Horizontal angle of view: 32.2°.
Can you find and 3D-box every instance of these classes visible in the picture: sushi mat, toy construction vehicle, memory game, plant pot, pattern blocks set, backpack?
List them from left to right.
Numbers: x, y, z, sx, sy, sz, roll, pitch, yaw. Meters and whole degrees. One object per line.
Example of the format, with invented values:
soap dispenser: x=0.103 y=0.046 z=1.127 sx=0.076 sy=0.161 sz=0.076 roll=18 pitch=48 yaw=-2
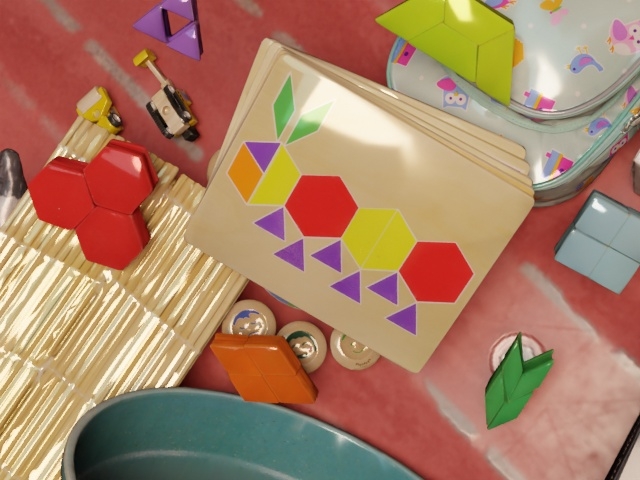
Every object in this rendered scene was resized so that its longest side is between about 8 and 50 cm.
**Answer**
sushi mat: x=-0.175 y=0.086 z=0.701 sx=0.151 sy=0.019 sz=0.316 roll=35 pitch=81 yaw=-8
toy construction vehicle: x=-0.133 y=-0.083 z=0.830 sx=0.086 sy=0.035 sz=0.098 roll=-41 pitch=71 yaw=19
plant pot: x=-0.058 y=0.266 z=0.650 sx=0.272 sy=0.272 sz=0.255 roll=27 pitch=105 yaw=18
memory game: x=0.000 y=0.000 z=0.753 sx=0.186 sy=0.012 sz=0.186 roll=1 pitch=83 yaw=-5
pattern blocks set: x=0.016 y=-0.021 z=0.659 sx=0.325 sy=0.026 sz=0.285 roll=38 pitch=112 yaw=-5
backpack: x=0.136 y=-0.119 z=0.700 sx=0.166 sy=0.144 sz=0.188 roll=37 pitch=100 yaw=12

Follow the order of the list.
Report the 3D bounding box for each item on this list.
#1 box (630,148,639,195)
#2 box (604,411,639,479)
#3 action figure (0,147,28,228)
box: x=0.301 y=-0.037 z=0.658 sx=0.203 sy=0.103 sz=0.114 roll=32 pitch=91 yaw=18
box: x=0.177 y=0.211 z=0.616 sx=0.103 sy=0.184 sz=0.261 roll=27 pitch=90 yaw=16
action figure: x=-0.279 y=0.100 z=0.773 sx=0.341 sy=0.178 sz=0.330 roll=20 pitch=78 yaw=14
